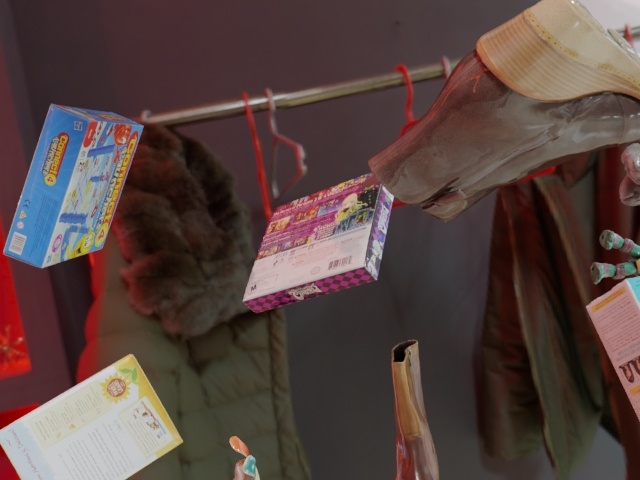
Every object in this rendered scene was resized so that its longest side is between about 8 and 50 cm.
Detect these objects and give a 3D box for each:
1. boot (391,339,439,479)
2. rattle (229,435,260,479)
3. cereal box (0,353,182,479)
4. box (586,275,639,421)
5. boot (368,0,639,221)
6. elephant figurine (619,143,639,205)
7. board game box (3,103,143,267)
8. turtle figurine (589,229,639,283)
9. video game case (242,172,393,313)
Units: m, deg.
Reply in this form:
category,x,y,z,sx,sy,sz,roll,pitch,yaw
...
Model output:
category,x,y,z,sx,sy,sz,roll,pitch,yaw
boot,0.156,0.330,1.256,0.096,0.280,0.264,-2,12,18
rattle,-0.078,0.407,1.253,0.142,0.200,0.130,-3,10,-12
cereal box,-0.370,0.317,1.226,0.240,0.173,0.047,-29,2,-19
box,0.470,0.177,1.054,0.060,0.244,0.100,-9,-24,-23
boot,0.184,-0.090,0.660,0.248,0.090,0.207,20,-51,-41
elephant figurine,0.529,-0.064,1.004,0.169,0.186,0.239,-13,27,-11
board game box,-0.503,-0.117,1.578,0.086,0.308,0.302,21,9,3
turtle figurine,0.699,0.052,1.600,0.234,0.175,0.118,10,-2,-4
video game case,0.000,0.000,1.189,0.232,0.042,0.210,-18,39,32
